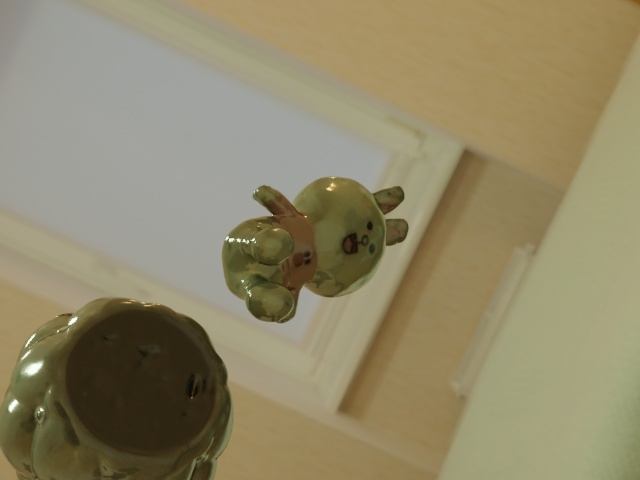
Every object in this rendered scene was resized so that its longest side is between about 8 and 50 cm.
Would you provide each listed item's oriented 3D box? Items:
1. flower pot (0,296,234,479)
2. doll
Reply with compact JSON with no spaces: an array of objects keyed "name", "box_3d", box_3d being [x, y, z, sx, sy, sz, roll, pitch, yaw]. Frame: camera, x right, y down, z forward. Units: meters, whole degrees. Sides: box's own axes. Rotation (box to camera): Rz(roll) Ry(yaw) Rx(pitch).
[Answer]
[{"name":"flower pot","box_3d":[-0.211,0.180,1.419,0.195,0.246,0.246,-49,17,53]},{"name":"doll","box_3d":[-0.012,0.001,1.531,0.275,0.113,0.155,-25,-70,-48]}]
